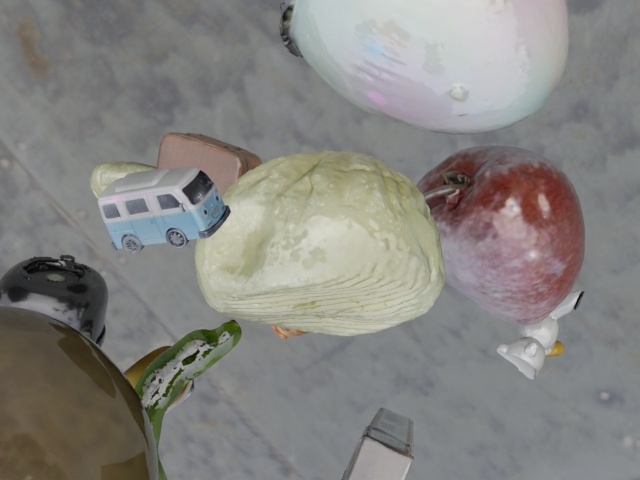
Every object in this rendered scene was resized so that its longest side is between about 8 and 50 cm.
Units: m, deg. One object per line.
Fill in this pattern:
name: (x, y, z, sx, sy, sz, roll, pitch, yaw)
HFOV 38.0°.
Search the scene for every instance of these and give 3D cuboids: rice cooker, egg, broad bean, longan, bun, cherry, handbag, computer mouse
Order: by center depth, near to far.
longan: (-0.258, 0.187, 0.752, 0.258, 0.258, 0.258, 12, 127, 17)
egg: (0.179, -0.301, 1.254, 0.340, 0.354, 0.354, 39, 132, 15)
broad bean: (-0.200, 0.243, 1.283, 0.144, 0.292, 0.049, 12, 170, -7)
bun: (0.000, 0.000, 1.318, 0.349, 0.227, 0.352, -5, 159, 17)
handbag: (-0.202, -0.105, 1.631, 0.193, 0.072, 0.151, 22, 106, 30)
cherry: (0.317, -0.016, 1.691, 0.326, 0.291, 0.335, 29, 160, 34)
bun: (-0.405, -0.092, 2.028, 0.222, 0.127, 0.222, 7, 170, 1)
rice cooker: (-0.599, 0.163, 2.061, 0.267, 0.267, 0.224, 15, 108, 15)
computer mouse: (-0.409, 0.367, 2.097, 0.310, 0.158, 0.072, -43, 140, 20)

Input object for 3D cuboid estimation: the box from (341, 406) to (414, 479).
box: (0.032, 0.248, 0.829, 0.047, 0.325, 0.180, 22, 86, 9)

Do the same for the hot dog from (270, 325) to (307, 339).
hot dog: (0.001, 0.097, 2.043, 0.117, 0.349, 0.158, 2, 111, 43)

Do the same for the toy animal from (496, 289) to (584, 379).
toy animal: (0.449, 0.179, 1.838, 0.131, 0.181, 0.127, 36, 157, -3)

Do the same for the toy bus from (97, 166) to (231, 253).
toy bus: (-0.162, -0.035, 0.949, 0.123, 0.060, 0.075, -7, 119, 27)
